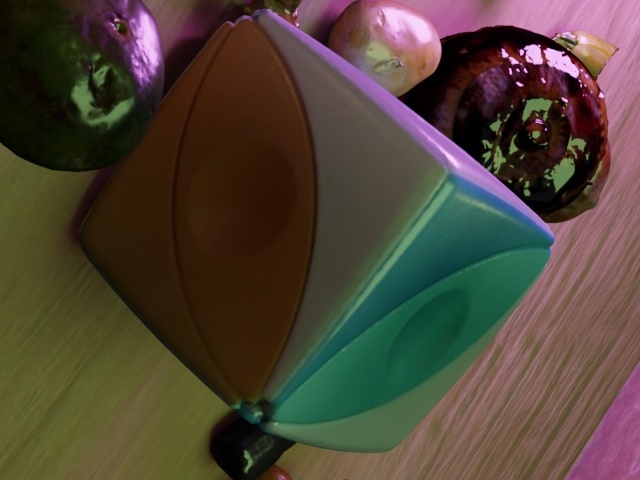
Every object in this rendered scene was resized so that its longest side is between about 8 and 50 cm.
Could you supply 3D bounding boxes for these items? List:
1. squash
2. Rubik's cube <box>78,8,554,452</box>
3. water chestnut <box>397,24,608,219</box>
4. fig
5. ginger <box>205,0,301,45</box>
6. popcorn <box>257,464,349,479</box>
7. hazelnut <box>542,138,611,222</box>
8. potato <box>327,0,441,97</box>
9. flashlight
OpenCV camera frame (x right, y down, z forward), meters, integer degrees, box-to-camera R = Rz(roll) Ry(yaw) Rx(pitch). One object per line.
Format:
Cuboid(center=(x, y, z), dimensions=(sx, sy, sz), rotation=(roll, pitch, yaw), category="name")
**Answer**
Cuboid(center=(0.421, -0.290, 2.365), dimensions=(0.090, 0.075, 0.200), rotation=(-40, 155, 19), category="squash")
Cuboid(center=(0.000, 0.000, 1.633), dimensions=(0.347, 0.352, 0.351), rotation=(-53, 147, 6), category="Rubik's cube")
Cuboid(center=(0.236, -0.161, 2.048), dimensions=(0.300, 0.300, 0.300), rotation=(-39, 145, -34), category="water chestnut")
Cuboid(center=(-0.242, -0.138, 1.350), dimensions=(0.195, 0.195, 0.245), rotation=(-33, 171, -39), category="fig")
Cuboid(center=(-0.062, -0.273, 1.636), dimensions=(0.193, 0.052, 0.176), rotation=(-50, 151, -1), category="ginger")
Cuboid(center=(-0.057, 0.492, 2.172), dimensions=(0.297, 0.281, 0.315), rotation=(63, 22, -52), category="popcorn")
Cuboid(center=(0.348, -0.126, 2.271), dimensions=(0.176, 0.214, 0.214), rotation=(-28, 141, -24), category="hazelnut")
Cuboid(center=(0.078, -0.235, 1.834), dimensions=(0.118, 0.109, 0.178), rotation=(-47, 151, 24), category="potato")
Cuboid(center=(0.010, 0.207, 2.155), dimensions=(0.424, 0.103, 0.103), rotation=(-36, 144, -36), category="flashlight")
